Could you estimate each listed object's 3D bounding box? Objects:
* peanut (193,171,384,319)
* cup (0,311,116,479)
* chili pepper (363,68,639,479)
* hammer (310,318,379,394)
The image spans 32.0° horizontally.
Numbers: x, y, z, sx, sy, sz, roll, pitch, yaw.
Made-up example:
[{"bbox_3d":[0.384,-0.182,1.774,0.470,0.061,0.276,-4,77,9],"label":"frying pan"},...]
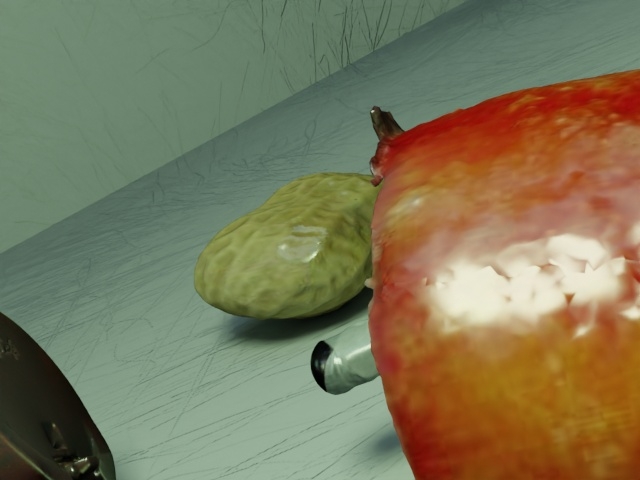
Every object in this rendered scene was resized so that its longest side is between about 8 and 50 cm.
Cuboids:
[{"bbox_3d":[0.000,0.000,1.017,0.196,0.110,0.233,-9,23,47],"label":"peanut"},{"bbox_3d":[-0.286,0.175,0.722,0.279,0.196,0.196,-35,14,5],"label":"cup"},{"bbox_3d":[0.187,0.032,0.453,0.305,0.229,0.251,-12,18,10],"label":"chili pepper"},{"bbox_3d":[0.187,-0.012,0.628,0.427,0.044,0.152,-25,18,12],"label":"hammer"}]
